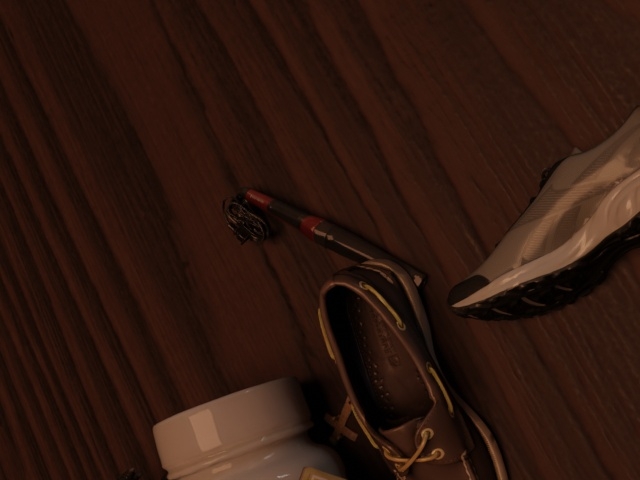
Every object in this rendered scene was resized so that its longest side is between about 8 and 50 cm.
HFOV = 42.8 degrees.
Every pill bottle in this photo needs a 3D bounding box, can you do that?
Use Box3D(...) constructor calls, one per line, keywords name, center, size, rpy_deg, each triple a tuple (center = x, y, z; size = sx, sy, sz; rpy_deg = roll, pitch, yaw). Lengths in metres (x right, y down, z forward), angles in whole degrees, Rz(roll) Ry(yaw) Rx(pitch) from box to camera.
Box3D(name="pill bottle", center=(-0.045, 0.344, 0.876), size=(0.204, 0.204, 0.361), rpy_deg=(-28, 76, 32))

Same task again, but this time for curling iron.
Box3D(name="curling iron", center=(0.000, 0.000, 0.939), size=(0.274, 0.035, 0.068), rpy_deg=(19, 123, 28))

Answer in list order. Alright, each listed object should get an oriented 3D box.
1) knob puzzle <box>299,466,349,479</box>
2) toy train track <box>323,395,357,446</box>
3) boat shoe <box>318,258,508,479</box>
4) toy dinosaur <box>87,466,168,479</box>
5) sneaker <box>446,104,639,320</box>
Box3D(name="knob puzzle", center=(0.049, 0.332, 0.781), size=(0.213, 0.213, 0.030), rpy_deg=(70, 157, 12))
Box3D(name="toy train track", center=(0.026, 0.200, 0.936), size=(0.048, 0.014, 0.083), rpy_deg=(30, 107, 30))
Box3D(name="boat shoe", center=(0.091, 0.175, 0.831), size=(0.117, 0.097, 0.324), rpy_deg=(-26, 83, 30))
Box3D(name="toy dinosaur", center=(-0.221, 0.365, 0.999), size=(0.121, 0.313, 0.160), rpy_deg=(-42, 42, 0))
Box3D(name="sneaker", center=(0.227, -0.014, 0.753), size=(0.271, 0.100, 0.108), rpy_deg=(-40, 56, 25))
